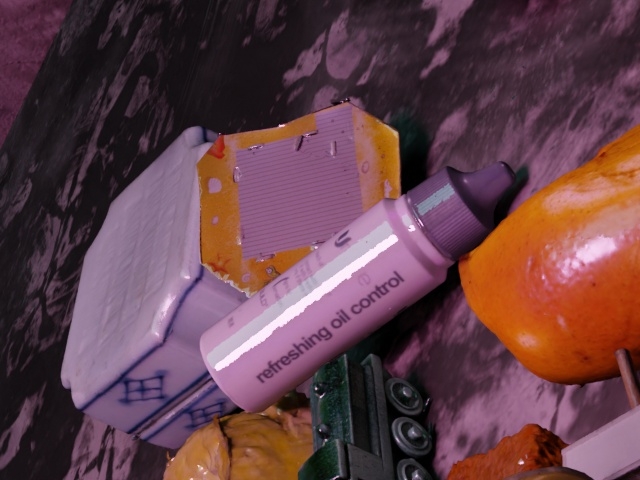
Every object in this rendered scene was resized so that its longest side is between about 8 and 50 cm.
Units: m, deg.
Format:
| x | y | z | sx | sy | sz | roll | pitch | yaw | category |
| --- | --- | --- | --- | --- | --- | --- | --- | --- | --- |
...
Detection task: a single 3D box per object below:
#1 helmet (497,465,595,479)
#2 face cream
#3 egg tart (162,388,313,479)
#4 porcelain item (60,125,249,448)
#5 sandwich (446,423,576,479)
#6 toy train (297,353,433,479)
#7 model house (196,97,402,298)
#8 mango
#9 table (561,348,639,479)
| x | y | z | sx | sy | sz | roll | pitch | yaw | category |
| --- | --- | --- | --- | --- | --- | --- | --- | --- | --- |
| 0.154 | 0.264 | 0.939 | 0.140 | 0.205 | 0.256 | 14 | 120 | 60 | helmet |
| 0.039 | 0.030 | 1.495 | 0.311 | 0.092 | 0.092 | -37 | 32 | 14 | face cream |
| -0.078 | 0.262 | 1.556 | 0.290 | 0.115 | 0.290 | -48 | 30 | 39 | egg tart |
| -0.135 | 0.053 | 1.810 | 0.281 | 0.157 | 0.285 | -39 | 35 | 43 | porcelain item |
| 0.127 | 0.235 | 1.160 | 0.292 | 0.109 | 0.212 | -25 | 47 | 57 | sandwich |
| 0.035 | 0.164 | 1.416 | 0.071 | 0.111 | 0.170 | -45 | 31 | 31 | toy train |
| 0.000 | 0.000 | 1.663 | 0.207 | 0.136 | 0.219 | -14 | 61 | 12 | model house |
| 0.232 | -0.010 | 1.131 | 0.257 | 0.138 | 0.187 | -36 | -3 | 39 | mango |
| 0.263 | 0.085 | 1.006 | 0.240 | 0.122 | 0.111 | -39 | 35 | 44 | table |
